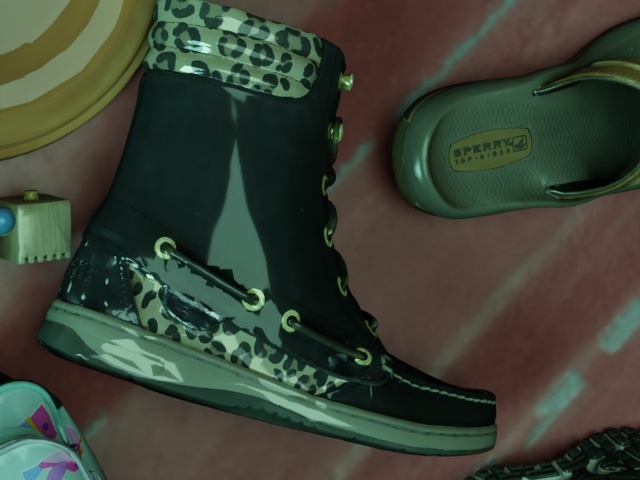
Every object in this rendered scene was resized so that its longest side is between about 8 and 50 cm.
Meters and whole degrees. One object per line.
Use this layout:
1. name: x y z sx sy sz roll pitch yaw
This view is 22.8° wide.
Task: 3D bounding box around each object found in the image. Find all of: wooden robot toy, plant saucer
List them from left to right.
1. wooden robot toy: -0.183 0.027 0.680 0.173 0.076 0.079 -17 109 -52
2. plant saucer: -0.160 -0.133 0.703 0.200 0.037 0.199 -2 94 -21

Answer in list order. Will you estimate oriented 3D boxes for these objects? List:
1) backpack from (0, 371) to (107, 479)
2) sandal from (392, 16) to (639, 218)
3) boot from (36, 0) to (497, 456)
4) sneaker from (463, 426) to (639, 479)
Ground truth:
1. backpack: -0.146 0.168 0.677 0.166 0.144 0.188 -31 107 -21
2. sandal: 0.140 -0.063 0.803 0.219 0.060 0.090 -13 99 -25
3. boot: 0.000 0.000 0.748 0.236 0.085 0.178 17 83 -25
4. sneaker: 0.143 0.148 0.834 0.162 0.063 0.073 -9 116 -16
